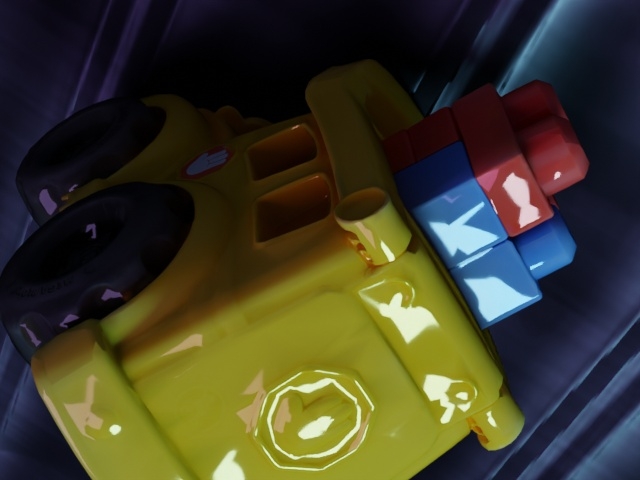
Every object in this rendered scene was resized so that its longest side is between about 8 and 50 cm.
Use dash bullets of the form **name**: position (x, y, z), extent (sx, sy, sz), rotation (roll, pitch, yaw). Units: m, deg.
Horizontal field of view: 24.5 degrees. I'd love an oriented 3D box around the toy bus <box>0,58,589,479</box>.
- **toy bus**: position (0.000, 0.000, 0.575), extent (0.211, 0.220, 0.149), rotation (-31, 118, 9)
